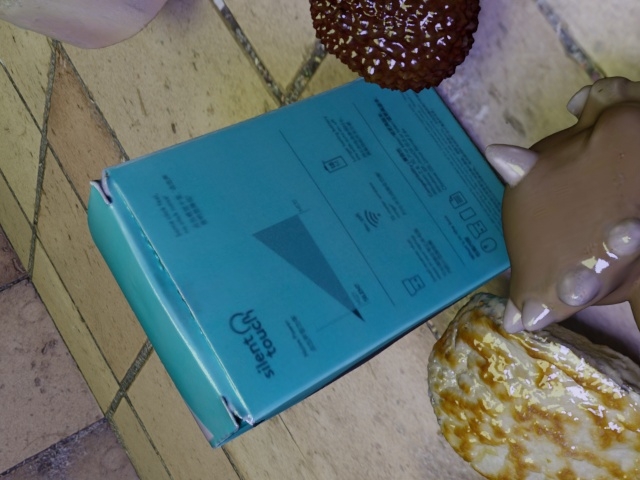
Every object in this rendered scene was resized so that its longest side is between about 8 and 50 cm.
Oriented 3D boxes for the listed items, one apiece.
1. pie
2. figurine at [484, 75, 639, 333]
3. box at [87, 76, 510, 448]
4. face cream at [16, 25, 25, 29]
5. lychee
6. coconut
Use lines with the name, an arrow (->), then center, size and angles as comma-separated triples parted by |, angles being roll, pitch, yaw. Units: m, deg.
pie -> 0.187, 0.136, 0.613 | 0.205, 0.084, 0.178 | 26, 131, 22
figurine -> 0.201, 0.027, 0.444 | 0.173, 0.177, 0.247 | -20, 102, 39
box -> 0.000, 0.000, 0.585 | 0.205, 0.311, 0.118 | 56, 149, 13
face cream -> -0.408, -0.436, 1.088 | 0.314, 0.089, 0.143 | -33, 83, 50
lychee -> 0.057, -0.176, 0.564 | 0.123, 0.129, 0.123 | -8, -90, -88
coconut -> -0.285, -0.344, 0.841 | 0.239, 0.244, 0.239 | 0, 91, 22
